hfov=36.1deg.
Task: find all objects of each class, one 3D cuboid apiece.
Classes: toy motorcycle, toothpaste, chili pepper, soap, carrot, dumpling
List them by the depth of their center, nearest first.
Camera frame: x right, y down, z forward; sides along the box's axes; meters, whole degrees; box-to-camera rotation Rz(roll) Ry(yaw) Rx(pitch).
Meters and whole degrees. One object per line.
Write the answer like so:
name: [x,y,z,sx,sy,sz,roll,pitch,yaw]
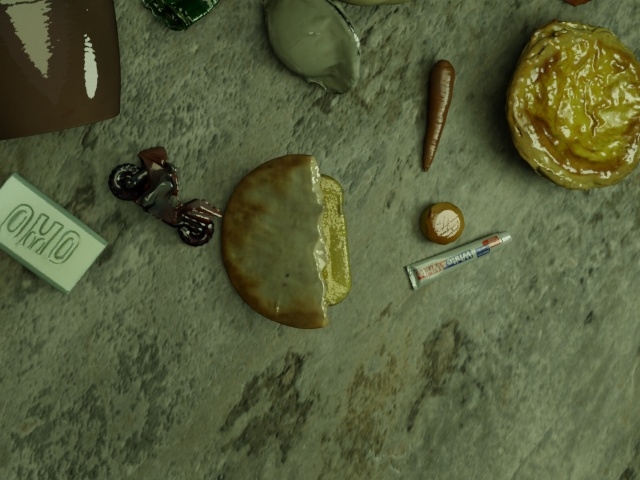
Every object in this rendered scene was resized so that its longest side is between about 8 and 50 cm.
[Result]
soap: [-0.478,-0.012,1.674,0.198,0.066,0.119,39,81,-14]
toy motorcycle: [-0.262,-0.083,1.724,0.212,0.084,0.118,36,82,-22]
chili pepper: [-0.209,-0.449,1.731,0.216,0.062,0.108,-31,107,-13]
dumpling: [-0.006,-0.375,1.736,0.142,0.172,0.247,-44,102,-24]
carrot: [0.221,-0.236,1.877,0.048,0.048,0.216,7,96,-16]
toothpaste: [0.271,0.033,1.911,0.218,0.033,0.052,-23,95,-9]

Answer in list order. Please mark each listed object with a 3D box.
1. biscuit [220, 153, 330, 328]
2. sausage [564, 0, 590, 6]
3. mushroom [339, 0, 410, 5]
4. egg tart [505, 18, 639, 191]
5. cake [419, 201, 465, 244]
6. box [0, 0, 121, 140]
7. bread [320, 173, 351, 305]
biscuit: [-0.081,0.004,1.753,0.204,0.040,0.309,-2,96,20]
sausage: [0.476,-0.605,1.905,0.089,0.083,0.300,-23,100,-26]
mushroom: [0.110,-0.549,1.675,0.353,0.353,0.325,23,90,-16]
egg tart: [0.491,-0.256,1.906,0.341,0.129,0.341,0,92,-16]
cake: [0.233,-0.033,1.888,0.084,0.044,0.084,-1,95,-18]
box: [-0.447,-0.282,1.556,0.301,0.301,0.216,-14,101,-15]
bread: [0.000,0.000,1.800,0.102,0.094,0.246,-7,94,-6]
